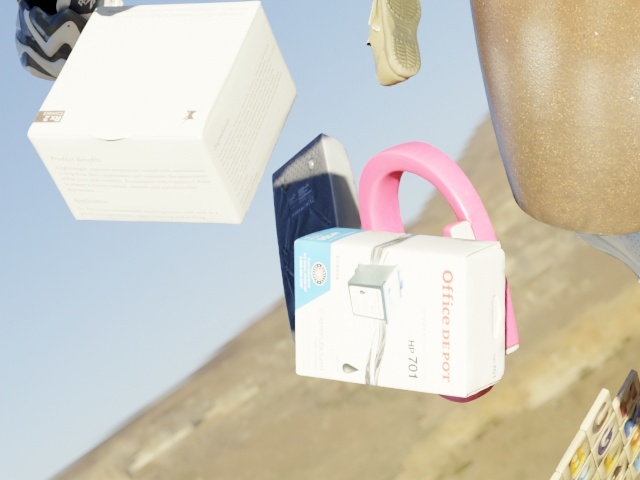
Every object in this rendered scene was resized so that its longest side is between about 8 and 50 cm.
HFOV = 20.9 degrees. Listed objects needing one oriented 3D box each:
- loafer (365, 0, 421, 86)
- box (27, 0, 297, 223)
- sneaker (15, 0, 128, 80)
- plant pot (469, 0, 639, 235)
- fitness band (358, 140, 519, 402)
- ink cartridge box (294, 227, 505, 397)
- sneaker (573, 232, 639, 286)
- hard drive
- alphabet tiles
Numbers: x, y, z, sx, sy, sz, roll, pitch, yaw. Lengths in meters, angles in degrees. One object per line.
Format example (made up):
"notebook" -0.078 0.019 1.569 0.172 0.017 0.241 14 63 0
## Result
"loafer" 0.074 -0.224 1.856 0.050 0.056 0.148 -39 34 38
"box" -0.142 -0.119 1.610 0.181 0.119 0.182 2 49 24
"sneaker" -0.231 -0.238 1.915 0.153 0.235 0.094 85 -157 -58
"plant pot" 0.188 -0.128 1.137 0.215 0.215 0.230 -31 -48 -48
"fitness band" 0.125 0.035 1.880 0.054 0.290 0.209 -21 19 -24
"ink cartridge box" 0.075 0.067 1.676 0.191 0.139 0.082 5 11 33
"sneaker" 0.273 -0.014 1.374 0.090 0.232 0.115 -40 -2 -22
"hard drive" 0.000 0.000 2.370 0.054 0.254 0.172 3 -21 -28
"alphabet tiles" 0.325 0.321 2.101 0.285 0.011 0.342 -56 -29 -18
